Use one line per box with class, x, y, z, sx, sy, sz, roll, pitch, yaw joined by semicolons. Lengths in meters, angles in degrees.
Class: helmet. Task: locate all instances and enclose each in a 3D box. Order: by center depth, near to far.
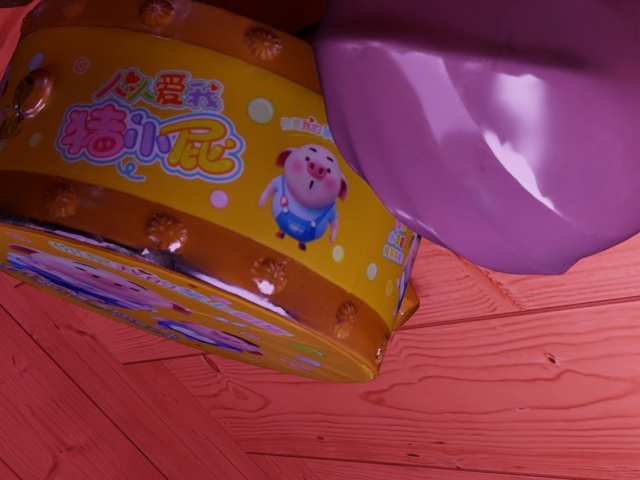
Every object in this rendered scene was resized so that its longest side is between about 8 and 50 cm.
helmet;0.124;-0.089;0.858;0.271;0.197;0.338;17;144;43

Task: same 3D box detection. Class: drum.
drum;-0.110;-0.033;1.123;0.431;0.214;0.431;17;166;4

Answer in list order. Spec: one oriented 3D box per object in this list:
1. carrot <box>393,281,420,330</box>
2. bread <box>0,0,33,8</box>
carrot;0.000;0.000;1.366;0.260;0.070;0.070;40;157;13
bread;-0.397;-0.352;1.350;0.230;0.123;0.230;37;159;17
